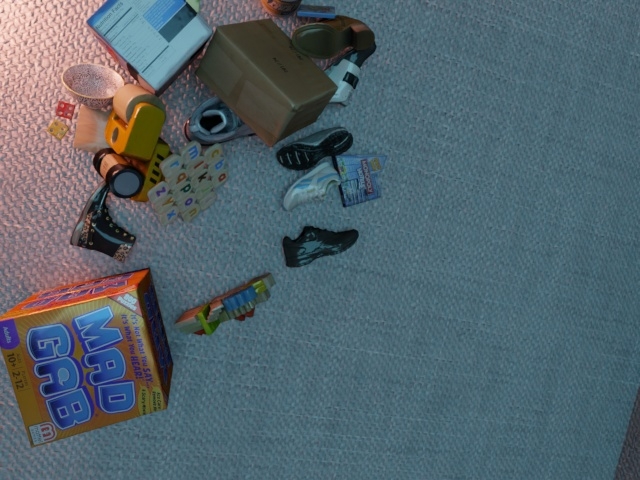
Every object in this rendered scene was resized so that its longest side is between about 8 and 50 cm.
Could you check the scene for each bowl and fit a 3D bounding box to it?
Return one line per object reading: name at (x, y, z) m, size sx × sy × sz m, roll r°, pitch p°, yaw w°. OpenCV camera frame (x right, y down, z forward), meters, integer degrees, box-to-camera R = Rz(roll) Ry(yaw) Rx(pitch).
bowl at (-0.691, -0.455, 1.453) m, size 0.169 × 0.170 × 0.080 m, roll 12°, pitch 137°, yaw -15°

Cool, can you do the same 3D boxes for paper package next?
paper package at (-0.151, -0.480, 1.432) m, size 0.325 × 0.309 × 0.168 m, roll 44°, pitch 128°, yaw 1°

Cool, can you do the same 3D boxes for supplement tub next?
supplement tub at (-0.119, -0.803, 1.509) m, size 0.144 × 0.199 × 0.145 m, roll -2°, pitch 97°, yaw -13°

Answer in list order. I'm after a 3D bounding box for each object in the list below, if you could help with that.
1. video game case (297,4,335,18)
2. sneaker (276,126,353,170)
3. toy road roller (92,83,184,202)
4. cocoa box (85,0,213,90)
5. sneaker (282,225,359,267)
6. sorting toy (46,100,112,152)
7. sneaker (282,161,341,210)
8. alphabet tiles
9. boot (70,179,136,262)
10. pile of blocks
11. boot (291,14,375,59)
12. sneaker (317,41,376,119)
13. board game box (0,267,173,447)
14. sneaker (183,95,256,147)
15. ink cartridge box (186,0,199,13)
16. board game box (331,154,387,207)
video game case at (-0.011, -0.748, 1.555) m, size 0.119 × 0.166 × 0.015 m, roll 4°, pitch 124°, yaw -1°
sneaker at (-0.021, -0.322, 1.655) m, size 0.271 × 0.108 × 0.100 m, roll -17°, pitch 120°, yaw 4°
toy road roller at (-0.519, -0.277, 1.446) m, size 0.240 × 0.202 × 0.330 m, roll 9°, pitch 110°, yaw -43°
cocoa box at (-0.480, -0.576, 1.357) m, size 0.231 × 0.347 × 0.228 m, roll -47°, pitch 112°, yaw -3°
sneaker at (0.000, 0.000, 1.691) m, size 0.286 × 0.109 × 0.130 m, roll -19°, pitch 95°, yaw -13°
sorting toy at (-0.698, -0.341, 1.496) m, size 0.274 × 0.046 × 0.133 m, roll 11°, pitch 94°, yaw -16°
sneaker at (-0.033, -0.174, 1.654) m, size 0.228 × 0.087 × 0.092 m, roll -39°, pitch 73°, yaw -6°
alphabet tiles at (-0.406, -0.176, 1.485) m, size 0.021 × 0.284 × 0.278 m, roll 37°, pitch 65°, yaw 23°
boot at (-0.666, -0.058, 1.522) m, size 0.178 × 0.085 × 0.237 m, roll 27°, pitch 96°, yaw -18°
pile of blocks at (-0.304, 0.243, 1.616) m, size 0.361 × 0.149 × 0.113 m, roll -26°, pitch 102°, yaw -10°
boot at (0.013, -0.681, 1.544) m, size 0.283 × 0.220 × 0.109 m, roll -16°, pitch 132°, yaw -16°
sneaker at (0.075, -0.545, 1.638) m, size 0.330 × 0.122 × 0.146 m, roll -38°, pitch 105°, yaw 3°
board game box at (-0.667, 0.316, 1.426) m, size 0.356 × 0.356 × 0.357 m, roll -13°, pitch 99°, yaw -12°
sneaker at (-0.257, -0.393, 1.518) m, size 0.365 × 0.210 × 0.138 m, roll -21°, pitch 102°, yaw -11°
ink cartridge box at (-0.461, -0.806, 1.498) m, size 0.170 × 0.056 × 0.235 m, roll 4°, pitch 94°, yaw -15°
board game box at (0.157, -0.235, 1.722) m, size 0.193 × 0.060 × 0.194 m, roll -17°, pitch 101°, yaw -11°
